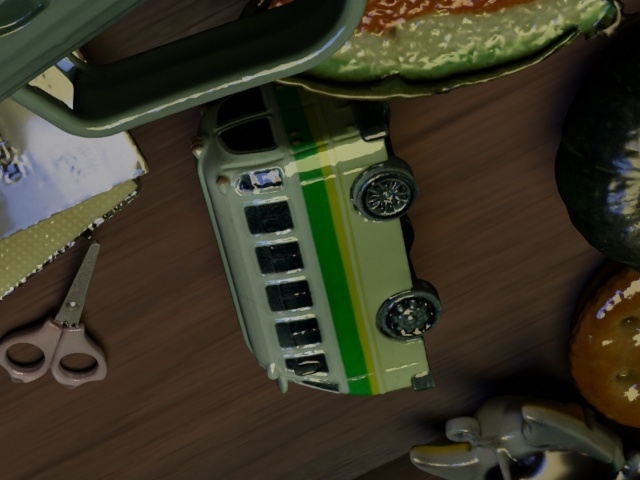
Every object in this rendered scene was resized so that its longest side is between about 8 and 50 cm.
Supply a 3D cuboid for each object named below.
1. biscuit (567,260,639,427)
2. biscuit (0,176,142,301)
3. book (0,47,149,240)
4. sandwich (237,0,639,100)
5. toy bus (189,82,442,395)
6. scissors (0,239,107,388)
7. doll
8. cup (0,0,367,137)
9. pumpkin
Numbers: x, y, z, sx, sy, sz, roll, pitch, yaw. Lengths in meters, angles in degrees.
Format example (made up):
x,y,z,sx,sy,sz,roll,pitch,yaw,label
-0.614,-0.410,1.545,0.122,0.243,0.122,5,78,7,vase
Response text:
x,y,z,sx,sy,sz,roll,pitch,yaw,label
0.327,0.079,1.631,0.220,0.066,0.220,-4,126,-6,biscuit
-0.252,-0.024,1.450,0.199,0.040,0.121,-35,124,15,biscuit
-0.302,-0.083,1.373,0.283,0.025,0.215,-26,111,11,book
0.063,-0.207,1.332,0.292,0.109,0.212,-22,122,3,sandwich
0.000,0.000,1.460,0.165,0.133,0.276,-13,128,-2,toy bus
-0.212,0.063,1.525,0.100,0.015,0.189,11,133,-16,scissors
0.236,0.208,1.684,0.316,0.145,0.103,25,78,-34,doll
-0.173,-0.225,1.122,0.392,0.310,0.401,-36,96,22,cup
0.294,-0.068,1.452,0.212,0.152,0.211,-8,126,-11,pumpkin
